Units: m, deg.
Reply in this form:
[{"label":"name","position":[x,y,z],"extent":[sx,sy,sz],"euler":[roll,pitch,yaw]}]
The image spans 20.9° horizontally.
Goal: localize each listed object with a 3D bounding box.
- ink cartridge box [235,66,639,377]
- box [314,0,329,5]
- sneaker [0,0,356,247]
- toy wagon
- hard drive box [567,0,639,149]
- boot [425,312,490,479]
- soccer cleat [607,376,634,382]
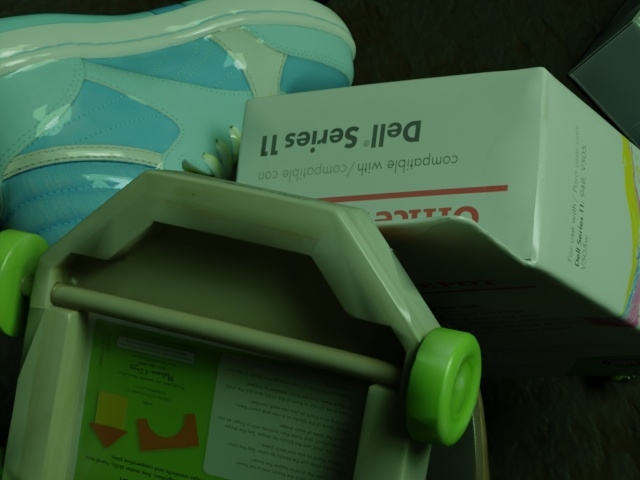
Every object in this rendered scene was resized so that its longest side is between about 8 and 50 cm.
[{"label":"ink cartridge box","position":[0.086,-0.009,1.056],"extent":[0.353,0.207,0.119],"euler":[28,64,-55]},{"label":"box","position":[-0.019,-0.183,1.225],"extent":[0.116,0.162,0.029],"euler":[-23,81,-47]},{"label":"sneaker","position":[-0.081,-0.040,1.098],"extent":[0.319,0.127,0.208],"euler":[-13,67,-35]},{"label":"toy wagon","position":[-0.066,0.142,0.888],"extent":[0.068,0.267,0.344],"euler":[-7,107,-66]},{"label":"hard drive box","position":[0.358,-0.127,1.565],"extent":[0.232,0.089,0.181],"euler":[47,41,-3]},{"label":"boot","position":[0.068,0.194,1.030],"extent":[0.115,0.112,0.305],"euler":[4,84,-53]},{"label":"soccer cleat","position":[0.245,0.052,1.365],"extent":[0.072,0.060,0.179],"euler":[41,35,4]}]
